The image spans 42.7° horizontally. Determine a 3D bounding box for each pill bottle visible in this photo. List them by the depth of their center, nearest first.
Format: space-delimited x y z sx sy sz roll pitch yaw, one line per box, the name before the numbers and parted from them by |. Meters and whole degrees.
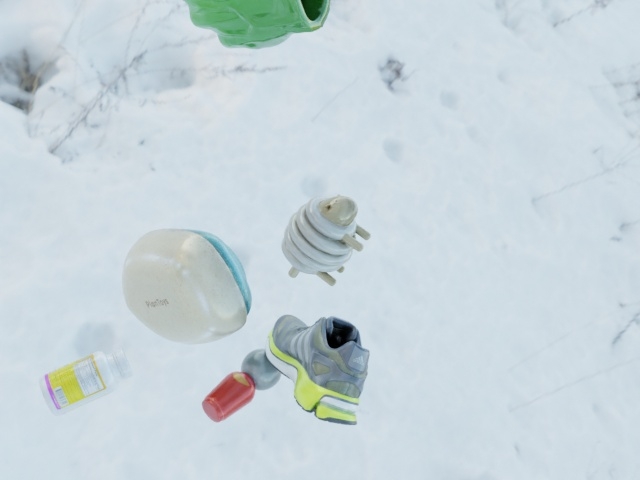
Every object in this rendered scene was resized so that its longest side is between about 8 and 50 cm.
pill bottle | -0.229 0.137 0.804 0.083 0.043 0.043 -23 71 -13

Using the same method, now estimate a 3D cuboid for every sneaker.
sneaker | 0.005 0.166 1.234 0.111 0.121 0.300 23 6 -25

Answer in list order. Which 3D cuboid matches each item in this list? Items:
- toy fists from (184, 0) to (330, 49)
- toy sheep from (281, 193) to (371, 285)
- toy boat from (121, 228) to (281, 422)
toy fists | -0.087 -0.309 0.738 0.096 0.142 0.279 -55 138 -45
toy sheep | 0.000 0.000 0.933 0.091 0.132 0.091 27 31 -17
toy boat | -0.172 0.118 1.264 0.148 0.267 0.318 -37 111 -37
